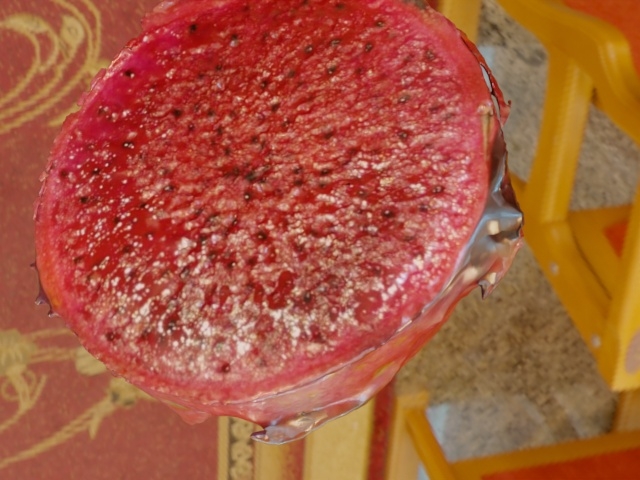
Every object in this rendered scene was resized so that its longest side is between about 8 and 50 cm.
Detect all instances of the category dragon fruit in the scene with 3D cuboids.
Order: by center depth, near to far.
[{"bbox_3d":[0.000,0.000,0.376,0.153,0.153,0.111,-35,150,2],"label":"dragon fruit"}]
